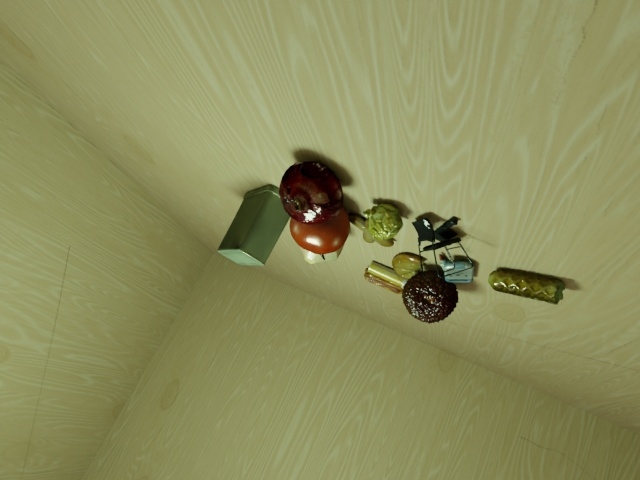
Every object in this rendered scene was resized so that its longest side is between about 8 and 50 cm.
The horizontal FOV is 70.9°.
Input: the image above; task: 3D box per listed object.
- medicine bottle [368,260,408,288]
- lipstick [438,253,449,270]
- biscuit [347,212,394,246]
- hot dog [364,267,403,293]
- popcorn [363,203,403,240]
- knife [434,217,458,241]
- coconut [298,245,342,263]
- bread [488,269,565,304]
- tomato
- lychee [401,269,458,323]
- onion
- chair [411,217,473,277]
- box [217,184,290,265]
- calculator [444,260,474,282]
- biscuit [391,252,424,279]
[{"bbox_3d":[0.357,0.179,2.347,0.218,0.074,0.074,24,163,15],"label":"medicine bottle"},{"bbox_3d":[0.522,0.089,1.903,0.030,0.030,0.129,14,159,37],"label":"lipstick"},{"bbox_3d":[0.218,-0.042,1.953,0.164,0.047,0.208,12,157,38],"label":"biscuit"},{"bbox_3d":[0.357,0.218,2.466,0.249,0.068,0.100,24,150,4],"label":"hot dog"},{"bbox_3d":[0.238,-0.069,1.696,0.162,0.136,0.141,28,171,-12],"label":"popcorn"},{"bbox_3d":[0.466,-0.034,1.658,0.072,0.019,0.245,25,166,1],"label":"knife"},{"bbox_3d":[0.000,0.000,2.097,0.236,0.237,0.197,28,162,-2],"label":"coconut"},{"bbox_3d":[0.760,0.167,1.682,0.269,0.098,0.087,11,115,44],"label":"bread"},{"bbox_3d":[-0.001,-0.066,1.879,0.255,0.256,0.225,25,148,7],"label":"tomato"},{"bbox_3d":[0.512,0.250,2.067,0.271,0.272,0.271,25,163,8],"label":"lychee"},{"bbox_3d":[-0.040,-0.166,1.661,0.251,0.219,0.252,7,117,14],"label":"onion"},{"bbox_3d":[0.438,0.017,1.659,0.140,0.145,0.221,153,100,-75],"label":"chair"},{"bbox_3d":[-0.313,-0.062,2.182,0.177,0.344,0.351,33,162,-26],"label":"box"},{"bbox_3d":[0.579,0.132,1.878,0.120,0.039,0.210,1,155,16],"label":"calculator"},{"bbox_3d":[0.413,0.124,2.147,0.154,0.045,0.299,22,161,18],"label":"biscuit"}]
